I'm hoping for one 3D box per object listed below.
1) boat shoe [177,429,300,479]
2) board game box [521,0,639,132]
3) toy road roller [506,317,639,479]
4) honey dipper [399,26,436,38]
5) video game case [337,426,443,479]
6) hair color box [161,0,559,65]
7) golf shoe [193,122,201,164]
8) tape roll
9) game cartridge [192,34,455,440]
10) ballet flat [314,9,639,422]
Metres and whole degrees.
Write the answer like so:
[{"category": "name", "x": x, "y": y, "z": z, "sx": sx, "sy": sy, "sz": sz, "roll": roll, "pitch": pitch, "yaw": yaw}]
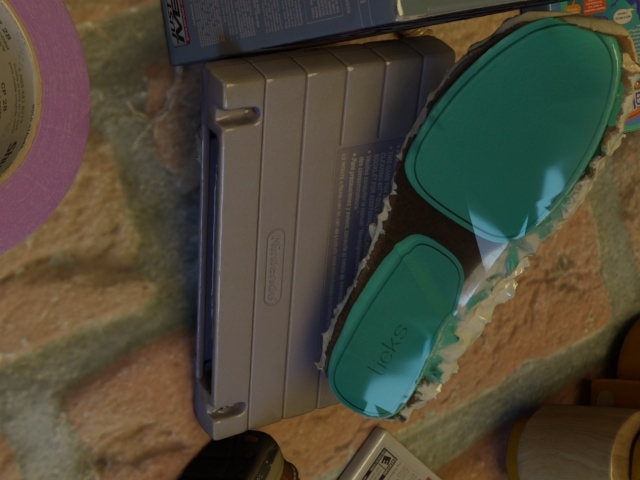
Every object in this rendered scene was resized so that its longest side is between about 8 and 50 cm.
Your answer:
[{"category": "boat shoe", "x": -0.124, "y": 0.325, "z": 0.953, "sx": 0.324, "sy": 0.122, "sz": 0.120, "roll": -48, "pitch": 119, "yaw": -14}, {"category": "board game box", "x": 0.295, "y": -0.217, "z": 1.150, "sx": 0.160, "sy": 0.047, "sz": 0.210, "roll": -13, "pitch": 102, "yaw": -27}, {"category": "toy road roller", "x": 0.380, "y": 0.184, "z": 1.173, "sx": 0.329, "sy": 0.202, "sz": 0.241, "roll": 11, "pitch": 79, "yaw": -35}, {"category": "honey dipper", "x": 0.129, "y": -0.154, "z": 1.080, "sx": 0.030, "sy": 0.030, "sz": 0.161, "roll": -43, "pitch": 117, "yaw": -17}, {"category": "video game case", "x": 0.061, "y": 0.325, "z": 1.110, "sx": 0.183, "sy": 0.023, "sz": 0.201, "roll": 44, "pitch": 74, "yaw": -26}, {"category": "hair color box", "x": 0.027, "y": -0.211, "z": 0.814, "sx": 0.185, "sy": 0.374, "sz": 0.114, "roll": -13, "pitch": 101, "yaw": -27}, {"category": "golf shoe", "x": -0.026, "y": -0.102, "z": 0.968, "sx": 0.176, "sy": 0.086, "sz": 0.069, "roll": -16, "pitch": 106, "yaw": -25}, {"category": "tape roll", "x": -0.307, "y": -0.109, "z": 0.765, "sx": 0.275, "sy": 0.090, "sz": 0.275, "roll": 6, "pitch": 80, "yaw": -40}, {"category": "game cartridge", "x": 0.000, "y": 0.000, "z": 0.951, "sx": 0.230, "sy": 0.068, "sz": 0.355, "roll": -15, "pitch": 125, "yaw": -31}, {"category": "ballet flat", "x": 0.120, "y": -0.023, "z": 0.873, "sx": 0.147, "sy": 0.147, "sz": 0.409, "roll": 10, "pitch": 128, "yaw": -30}]
